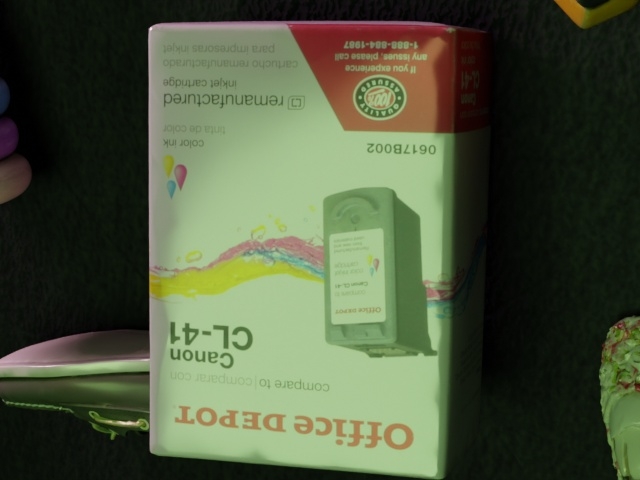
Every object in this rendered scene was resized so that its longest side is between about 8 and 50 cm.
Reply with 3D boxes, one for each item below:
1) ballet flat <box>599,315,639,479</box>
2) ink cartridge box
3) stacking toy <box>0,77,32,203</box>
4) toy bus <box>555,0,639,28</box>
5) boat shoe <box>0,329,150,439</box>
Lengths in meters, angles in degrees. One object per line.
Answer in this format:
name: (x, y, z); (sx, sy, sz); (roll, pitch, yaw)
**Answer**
ballet flat: (0.253, 0.175, 1.033); (0.091, 0.077, 0.241); (-9, 105, 33)
ink cartridge box: (0.000, 0.000, 1.009); (0.226, 0.131, 0.306); (2, 96, 16)
stacking toy: (-0.336, -0.190, 1.180); (0.141, 0.141, 0.330); (2, 108, 29)
toy bus: (0.173, -0.274, 0.794); (0.108, 0.130, 0.333); (54, 166, 29)
boat shoe: (-0.158, 0.127, 1.225); (0.305, 0.109, 0.091); (-6, 103, 27)
